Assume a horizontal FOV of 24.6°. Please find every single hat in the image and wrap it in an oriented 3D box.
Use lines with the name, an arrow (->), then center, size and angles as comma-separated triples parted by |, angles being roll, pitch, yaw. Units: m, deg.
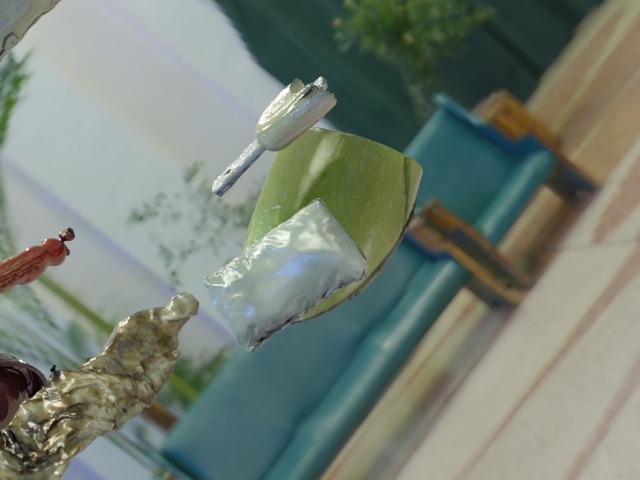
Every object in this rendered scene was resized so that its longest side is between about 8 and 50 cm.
hat -> -0.441, 0.228, 1.874 | 0.205, 0.089, 0.205 | -23, -31, -15

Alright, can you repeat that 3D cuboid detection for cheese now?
cheese -> -0.070, -0.146, 2.057 | 0.235, 0.050, 0.127 | -46, 19, 16

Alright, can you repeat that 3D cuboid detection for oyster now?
oyster -> -0.297, 0.206, 1.735 | 0.204, 0.111, 0.396 | -40, 2, 40

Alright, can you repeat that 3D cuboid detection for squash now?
squash -> 0.000, 0.000, 2.258 | 0.210, 0.234, 0.309 | 37, -115, -60

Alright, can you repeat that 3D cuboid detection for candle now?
candle -> -0.488, 0.060, 2.225 | 0.048, 0.051, 0.329 | -34, -1, 39

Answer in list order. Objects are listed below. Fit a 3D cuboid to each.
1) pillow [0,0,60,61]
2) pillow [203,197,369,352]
pillow -> -0.350, -0.373, 1.549 | 0.312, 0.310, 0.119 | -44, -6, 9
pillow -> -0.050, 0.050, 2.013 | 0.229, 0.128, 0.051 | -34, -9, 21
